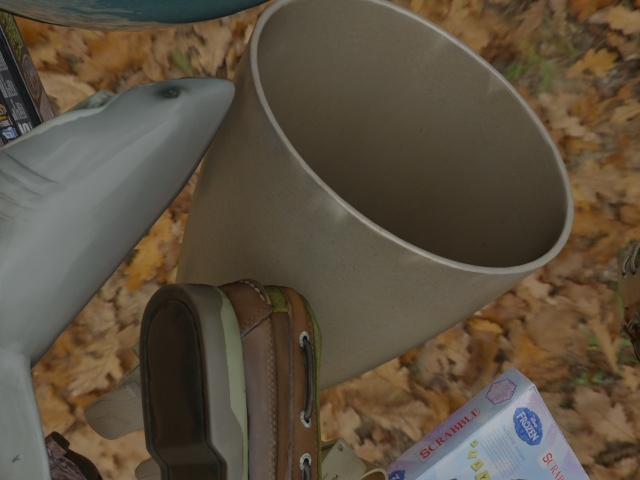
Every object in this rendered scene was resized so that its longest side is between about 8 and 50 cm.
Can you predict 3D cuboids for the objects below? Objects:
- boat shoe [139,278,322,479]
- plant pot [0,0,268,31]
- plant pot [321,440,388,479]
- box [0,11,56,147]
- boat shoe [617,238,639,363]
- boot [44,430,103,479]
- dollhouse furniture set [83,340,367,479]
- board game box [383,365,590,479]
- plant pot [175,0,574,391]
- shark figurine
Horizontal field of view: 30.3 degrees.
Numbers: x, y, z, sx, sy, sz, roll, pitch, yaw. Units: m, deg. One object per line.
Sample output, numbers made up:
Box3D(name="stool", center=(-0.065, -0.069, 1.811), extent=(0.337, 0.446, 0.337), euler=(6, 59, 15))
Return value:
Box3D(name="boat shoe", center=(-0.037, 0.176, 0.701), extent=(0.105, 0.111, 0.307), euler=(1, 88, -37))
Box3D(name="plant pot", center=(-0.089, -0.208, 0.473), extent=(0.293, 0.196, 0.292), euler=(3, 79, -16))
Box3D(name="plant pot", center=(-0.080, 0.337, 1.570), extent=(0.254, 0.237, 0.237), euler=(31, 88, 23))
Box3D(name="box", center=(-0.411, -0.178, 1.200), extent=(0.216, 0.060, 0.270), euler=(-12, 131, 4))
Box3D(name="boat shoe", center=(0.312, 0.047, 1.028), extent=(0.123, 0.324, 0.120), euler=(-38, 66, -10))
Box3D(name="boot", center=(-0.328, 0.295, 1.414), extent=(0.114, 0.037, 0.106), euler=(-38, 97, 13))
Box3D(name="dollhouse furniture set", center=(-0.100, 0.184, 1.171), extent=(0.242, 0.161, 0.212), euler=(52, 45, -9))
Box3D(name="board game box", center=(0.245, 0.399, 1.785), extent=(0.318, 0.066, 0.318), euler=(-37, 123, -6))
Box3D(name="plant pot", center=(0.000, 0.000, 0.881), extent=(0.256, 0.256, 0.274), euler=(38, 129, -3))
Box3D(name="shark figurine", center=(-0.129, 0.072, 0.429), extent=(0.116, 0.166, 0.278), euler=(48, 126, 21))
